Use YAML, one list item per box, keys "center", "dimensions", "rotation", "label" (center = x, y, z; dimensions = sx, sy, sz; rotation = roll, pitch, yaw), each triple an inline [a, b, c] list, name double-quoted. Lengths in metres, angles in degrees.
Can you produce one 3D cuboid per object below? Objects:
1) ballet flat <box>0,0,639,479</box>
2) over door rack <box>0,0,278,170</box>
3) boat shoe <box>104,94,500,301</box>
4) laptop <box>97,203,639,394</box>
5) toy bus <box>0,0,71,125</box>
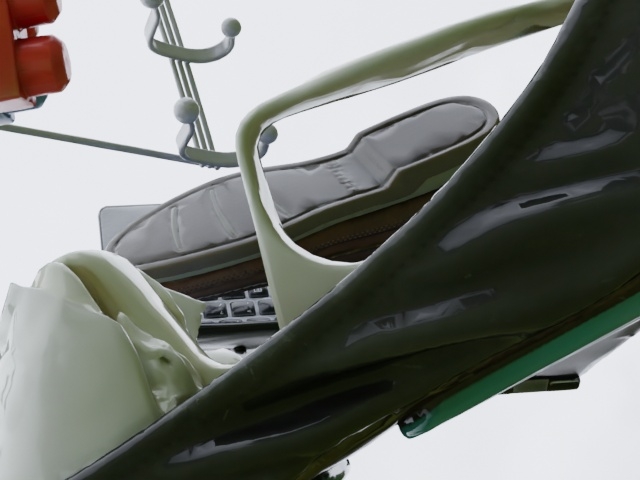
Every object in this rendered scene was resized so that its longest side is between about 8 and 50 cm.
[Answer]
- center: [-0.007, 0.025, 0.444]
  dimensions: [0.280, 0.096, 0.095]
  rotation: [-37, -7, 2]
  label: "ballet flat"
- center: [-0.197, -0.180, 1.575]
  dimensions: [0.324, 0.239, 0.108]
  rotation: [0, -29, -38]
  label: "over door rack"
- center: [0.000, 0.000, 1.390]
  dimensions: [0.307, 0.111, 0.104]
  rotation: [-19, -58, -4]
  label: "boat shoe"
- center: [0.024, 0.010, 1.515]
  dimensions: [0.382, 0.408, 0.236]
  rotation: [-3, -50, -9]
  label: "laptop"
- center: [-0.216, -0.101, 0.833]
  dimensions: [0.149, 0.211, 0.220]
  rotation: [29, -132, -81]
  label: "toy bus"
